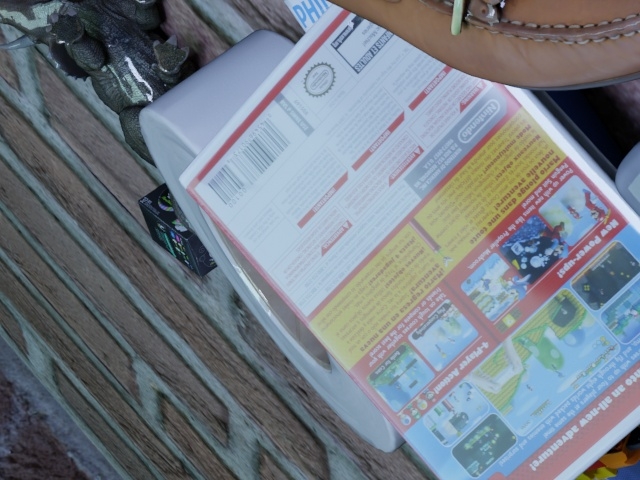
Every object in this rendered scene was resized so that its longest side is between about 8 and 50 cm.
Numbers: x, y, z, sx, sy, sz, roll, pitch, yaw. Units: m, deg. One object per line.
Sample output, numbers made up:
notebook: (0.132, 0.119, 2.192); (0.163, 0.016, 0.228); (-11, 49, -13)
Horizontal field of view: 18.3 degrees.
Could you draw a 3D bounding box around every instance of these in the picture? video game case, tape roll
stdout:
video game case: (0.073, 0.003, 1.113); (0.285, 0.025, 0.204); (49, 119, 8)
tape roll: (0.000, 0.000, 1.322); (0.286, 0.100, 0.286); (52, 170, 13)

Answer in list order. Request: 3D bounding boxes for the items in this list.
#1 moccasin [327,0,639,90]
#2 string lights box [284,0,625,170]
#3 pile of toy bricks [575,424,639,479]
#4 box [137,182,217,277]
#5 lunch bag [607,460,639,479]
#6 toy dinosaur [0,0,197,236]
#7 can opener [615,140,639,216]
moccasin: (0.056, -0.179, 0.972); (0.380, 0.139, 0.147); (33, 172, 44)
string lights box: (0.096, -0.070, 1.195); (0.260, 0.077, 0.133); (56, 161, -7)
pile of toy bricks: (0.239, 0.103, 1.153); (0.105, 0.118, 0.212); (38, 149, -20)
box: (-0.115, -0.017, 1.816); (0.083, 0.062, 0.052); (35, 153, 42)
lunch bag: (0.205, 0.115, 1.281); (0.098, 0.065, 0.067); (42, 144, 15)
toy dinosaur: (-0.147, -0.130, 1.663); (0.313, 0.121, 0.160); (46, 173, 7)
can opener: (0.277, 0.035, 1.002); (0.283, 0.076, 0.095); (49, 129, 14)
